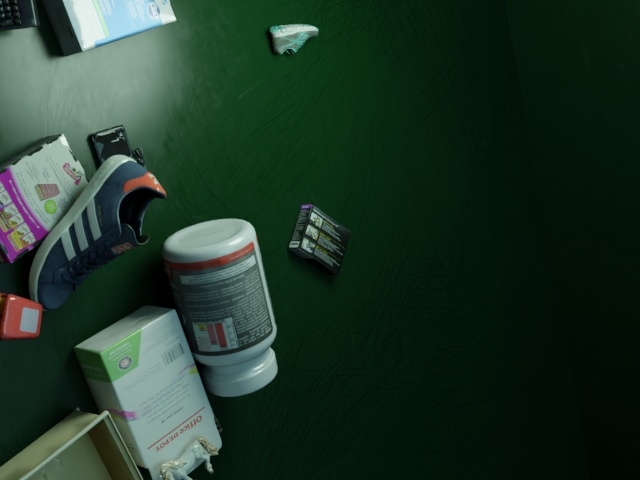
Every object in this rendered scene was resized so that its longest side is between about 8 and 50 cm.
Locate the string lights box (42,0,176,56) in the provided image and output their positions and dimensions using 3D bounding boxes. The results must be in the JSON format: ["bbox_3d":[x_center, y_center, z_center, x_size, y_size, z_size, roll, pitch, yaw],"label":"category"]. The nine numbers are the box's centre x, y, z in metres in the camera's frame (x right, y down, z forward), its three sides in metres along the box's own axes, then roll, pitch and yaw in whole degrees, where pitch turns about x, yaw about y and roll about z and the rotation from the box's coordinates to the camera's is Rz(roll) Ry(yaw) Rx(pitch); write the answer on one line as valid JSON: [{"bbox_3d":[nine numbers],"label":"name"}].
[{"bbox_3d":[-0.442,-0.493,1.693,0.260,0.077,0.133,-34,115,-42],"label":"string lights box"}]

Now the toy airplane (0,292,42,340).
[{"bbox_3d":[-0.672,0.105,1.301,0.384,0.272,0.386,-45,120,-38],"label":"toy airplane"}]

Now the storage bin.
[{"bbox_3d":[-0.503,0.516,1.591,0.262,0.123,0.260,-39,117,-40],"label":"storage bin"}]

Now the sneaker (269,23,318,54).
[{"bbox_3d":[-0.072,-0.532,2.115,0.166,0.065,0.076,-19,120,-42],"label":"sneaker"}]

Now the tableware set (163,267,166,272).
[{"bbox_3d":[-0.278,0.063,1.895,0.194,0.039,0.128,-31,118,-41],"label":"tableware set"}]

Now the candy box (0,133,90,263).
[{"bbox_3d":[-0.568,-0.084,1.560,0.233,0.071,0.159,-43,121,-38],"label":"candy box"}]

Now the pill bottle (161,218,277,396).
[{"bbox_3d":[-0.214,0.151,1.792,0.210,0.210,0.363,-30,117,-43],"label":"pill bottle"}]

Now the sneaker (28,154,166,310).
[{"bbox_3d":[-0.435,0.005,1.579,0.350,0.148,0.131,-59,162,-1],"label":"sneaker"}]

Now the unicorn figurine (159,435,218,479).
[{"bbox_3d":[-0.287,0.486,1.706,0.111,0.060,0.162,61,35,-29],"label":"unicorn figurine"}]

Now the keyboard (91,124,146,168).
[{"bbox_3d":[-0.429,-0.159,1.748,0.108,0.023,0.180,-26,110,-37],"label":"keyboard"}]

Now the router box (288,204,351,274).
[{"bbox_3d":[0.000,0.000,2.188,0.179,0.046,0.133,35,64,-41],"label":"router box"}]

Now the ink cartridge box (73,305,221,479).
[{"bbox_3d":[-0.367,0.345,1.739,0.207,0.119,0.353,-32,112,-42],"label":"ink cartridge box"}]

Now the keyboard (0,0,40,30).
[{"bbox_3d":[-0.584,-0.564,1.517,0.202,0.033,0.317,-12,100,-19],"label":"keyboard"}]

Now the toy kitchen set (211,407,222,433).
[{"bbox_3d":[-0.264,0.415,1.892,0.075,0.083,0.068,-3,51,-47],"label":"toy kitchen set"}]
